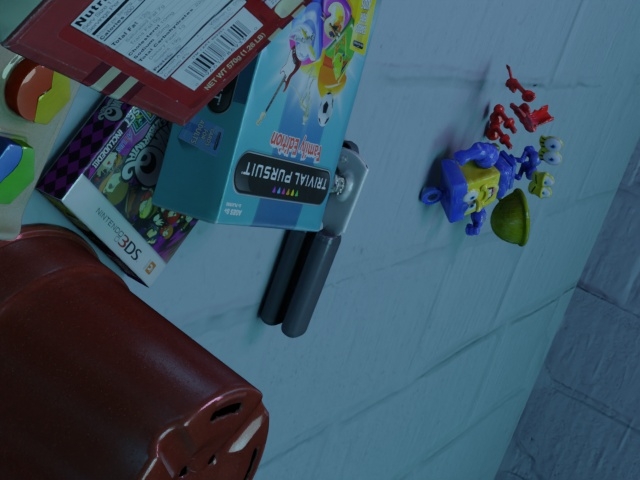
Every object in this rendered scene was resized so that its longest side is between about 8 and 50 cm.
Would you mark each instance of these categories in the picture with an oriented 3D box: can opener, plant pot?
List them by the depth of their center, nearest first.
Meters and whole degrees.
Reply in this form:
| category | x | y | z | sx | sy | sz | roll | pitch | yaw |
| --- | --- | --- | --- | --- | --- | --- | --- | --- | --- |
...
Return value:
| category | x | y | z | sx | sy | sz | roll | pitch | yaw |
| --- | --- | --- | --- | --- | --- | --- | --- | --- | --- |
| plant pot | -0.209 | 0.161 | 0.883 | 0.272 | 0.265 | 0.272 | -42 | 147 | -36 |
| can opener | 0.000 | 0.000 | 1.328 | 0.093 | 0.074 | 0.280 | -2 | 116 | -62 |

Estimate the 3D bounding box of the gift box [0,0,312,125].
| category | x | y | z | sx | sy | sz | roll | pitch | yaw |
| --- | --- | --- | --- | --- | --- | --- | --- | --- | --- |
| gift box | -0.132 | -0.243 | 0.608 | 0.255 | 0.258 | 0.276 | -41 | 167 | 5 |

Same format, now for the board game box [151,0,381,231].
| category | x | y | z | sx | sy | sz | roll | pitch | yaw |
| --- | --- | --- | --- | --- | --- | --- | --- | --- | --- |
| board game box | -0.037 | -0.182 | 1.002 | 0.254 | 0.079 | 0.336 | 3 | 103 | -67 |

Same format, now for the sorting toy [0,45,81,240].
| category | x | y | z | sx | sy | sz | roll | pitch | yaw |
| --- | --- | --- | --- | --- | --- | --- | --- | --- | --- |
| sorting toy | -0.275 | -0.099 | 0.773 | 0.193 | 0.038 | 0.208 | 6 | 109 | -62 |

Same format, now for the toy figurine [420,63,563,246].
| category | x | y | z | sx | sy | sz | roll | pitch | yaw |
| --- | --- | --- | --- | --- | --- | --- | --- | --- | --- |
| toy figurine | 0.266 | -0.109 | 1.703 | 0.217 | 0.191 | 0.363 | -21 | 149 | -11 |

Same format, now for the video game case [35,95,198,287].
| category | x | y | z | sx | sy | sz | roll | pitch | yaw |
| --- | --- | --- | --- | --- | --- | --- | --- | --- | --- |
| video game case | -0.161 | -0.090 | 0.986 | 0.232 | 0.041 | 0.210 | -55 | 155 | -15 |
